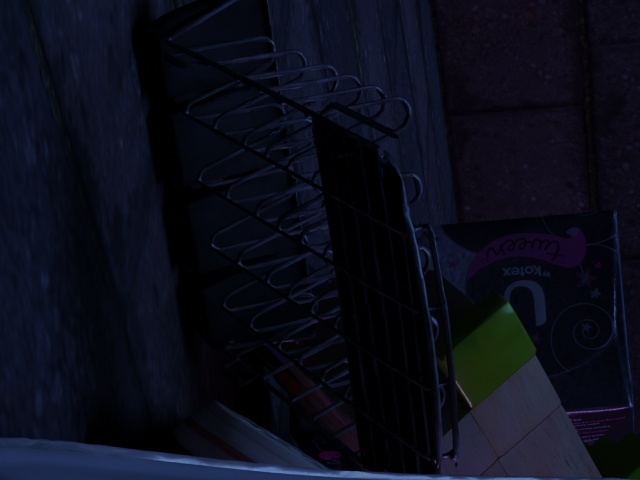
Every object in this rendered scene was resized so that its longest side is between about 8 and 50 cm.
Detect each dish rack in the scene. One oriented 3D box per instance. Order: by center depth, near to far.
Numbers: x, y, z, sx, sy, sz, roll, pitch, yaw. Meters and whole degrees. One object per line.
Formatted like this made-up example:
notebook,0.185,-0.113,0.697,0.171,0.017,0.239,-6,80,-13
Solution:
dish rack,0.000,0.000,0.938,0.271,0.074,0.208,33,-42,55

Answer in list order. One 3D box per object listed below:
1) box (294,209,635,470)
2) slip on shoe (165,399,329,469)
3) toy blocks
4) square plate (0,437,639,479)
box,0.109,0.080,1.462,0.142,0.247,0.163,71,16,-67
slip on shoe,-0.035,0.150,0.955,0.101,0.123,0.331,-58,173,-7
toy blocks,0.066,0.116,1.213,0.261,0.191,0.381,42,-11,45
square plate,0.031,0.249,0.688,0.049,0.344,0.347,-21,-114,52
